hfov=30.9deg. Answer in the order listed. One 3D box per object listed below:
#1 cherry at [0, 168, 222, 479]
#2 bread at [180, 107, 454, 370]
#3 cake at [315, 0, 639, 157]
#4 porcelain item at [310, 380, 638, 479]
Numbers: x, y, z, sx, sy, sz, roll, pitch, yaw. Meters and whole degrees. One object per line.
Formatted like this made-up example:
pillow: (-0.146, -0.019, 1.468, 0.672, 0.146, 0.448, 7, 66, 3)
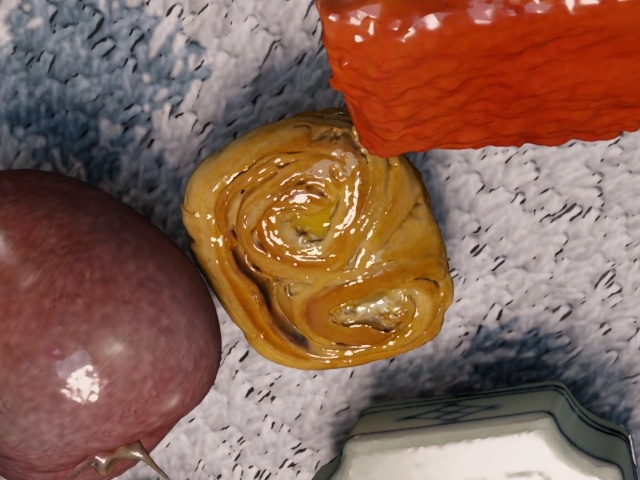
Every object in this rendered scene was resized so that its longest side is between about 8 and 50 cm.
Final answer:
cherry: (-0.211, 0.070, 0.937, 0.307, 0.221, 0.261, 48, 141, 6)
bread: (-0.003, 0.001, 0.949, 0.198, 0.120, 0.236, -18, 121, 17)
cake: (0.123, -0.237, 0.752, 0.269, 0.270, 0.319, -7, 77, 8)
porcelain item: (0.143, 0.274, 1.005, 0.286, 0.157, 0.281, -11, 93, 17)
